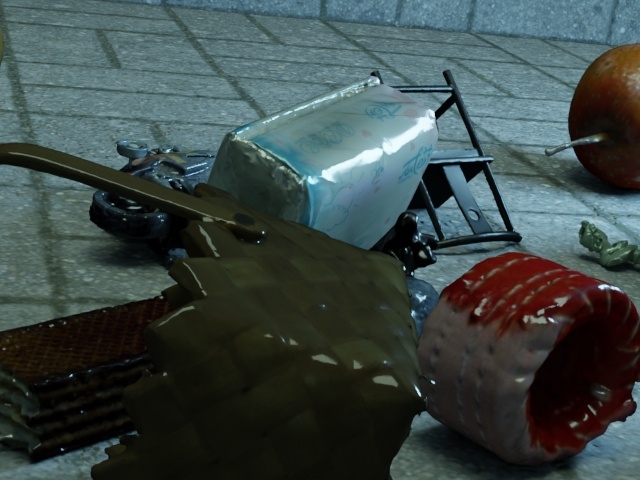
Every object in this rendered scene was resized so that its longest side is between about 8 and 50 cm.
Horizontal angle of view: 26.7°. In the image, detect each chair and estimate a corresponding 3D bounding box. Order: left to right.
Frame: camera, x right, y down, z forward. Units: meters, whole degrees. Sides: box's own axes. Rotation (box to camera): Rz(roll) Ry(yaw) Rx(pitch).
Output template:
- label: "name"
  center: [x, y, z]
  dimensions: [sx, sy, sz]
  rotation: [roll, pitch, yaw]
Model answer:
- label: "chair"
  center: [0.138, -0.085, 1.783]
  dimensions: [0.155, 0.141, 0.260]
  rotation: [-6, 66, -35]

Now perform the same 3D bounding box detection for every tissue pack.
- label: "tissue pack"
  center: [-0.008, -0.046, 1.423]
  dimensions: [0.124, 0.201, 0.271]
  rotation: [39, 37, 17]

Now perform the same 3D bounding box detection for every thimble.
- label: "thimble"
  center: [0.179, 0.100, 1.158]
  dimensions: [0.190, 0.163, 0.125]
  rotation: [-8, 22, -42]

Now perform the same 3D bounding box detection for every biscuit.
- label: "biscuit"
  center: [-0.180, 0.110, 1.132]
  dimensions: [0.106, 0.070, 0.252]
  rotation: [21, 23, 39]

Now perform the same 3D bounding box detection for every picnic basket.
- label: "picnic basket"
  center: [-0.106, 0.091, 0.911]
  dimensions: [0.321, 0.254, 0.291]
  rotation: [17, 17, -6]

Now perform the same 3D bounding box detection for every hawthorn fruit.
- label: "hawthorn fruit"
  center: [0.504, -0.179, 2.092]
  dimensions: [0.235, 0.231, 0.263]
  rotation: [-10, 47, 26]

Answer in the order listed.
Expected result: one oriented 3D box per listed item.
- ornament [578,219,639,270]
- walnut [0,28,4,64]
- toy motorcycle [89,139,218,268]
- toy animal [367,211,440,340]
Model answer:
- label: "ornament"
  center: [0.374, 0.012, 1.717]
  dimensions: [0.092, 0.041, 0.068]
  rotation: [15, 23, -7]
- label: "walnut"
  center: [-0.599, -0.263, 1.746]
  dimensions: [0.354, 0.308, 0.398]
  rotation: [37, 6, -24]
- label: "toy motorcycle"
  center: [-0.161, -0.054, 1.597]
  dimensions: [0.173, 0.108, 0.307]
  rotation: [14, 20, 3]
- label: "toy animal"
  center: [0.078, 0.083, 1.348]
  dimensions: [0.117, 0.121, 0.210]
  rotation: [47, 23, -25]
